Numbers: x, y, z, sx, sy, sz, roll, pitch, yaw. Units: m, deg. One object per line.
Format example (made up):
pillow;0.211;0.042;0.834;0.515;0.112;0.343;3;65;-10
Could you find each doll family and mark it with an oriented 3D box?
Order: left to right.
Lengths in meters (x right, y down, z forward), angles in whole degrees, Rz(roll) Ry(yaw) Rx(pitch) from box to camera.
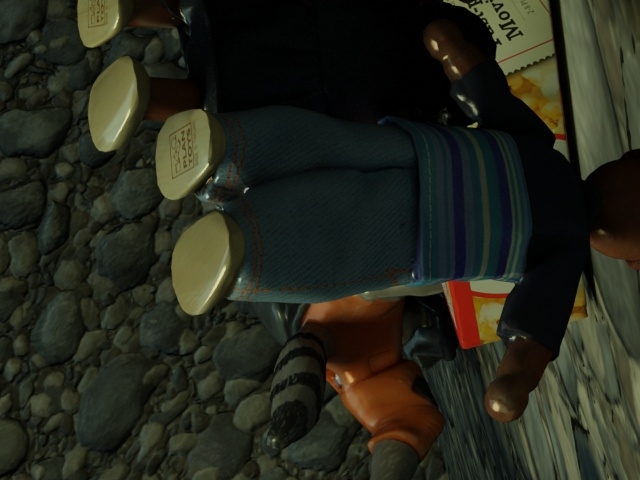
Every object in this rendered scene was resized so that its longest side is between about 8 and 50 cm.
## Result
doll family;0.014;-0.057;0.370;0.076;0.111;0.193;-16;74;57

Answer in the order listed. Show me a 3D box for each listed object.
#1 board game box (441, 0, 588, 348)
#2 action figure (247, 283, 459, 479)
board game box;0.035;-0.086;0.547;0.147;0.045;0.193;-105;0;-48
action figure;0.000;0.000;1.194;0.330;0.178;0.341;-124;15;-61
